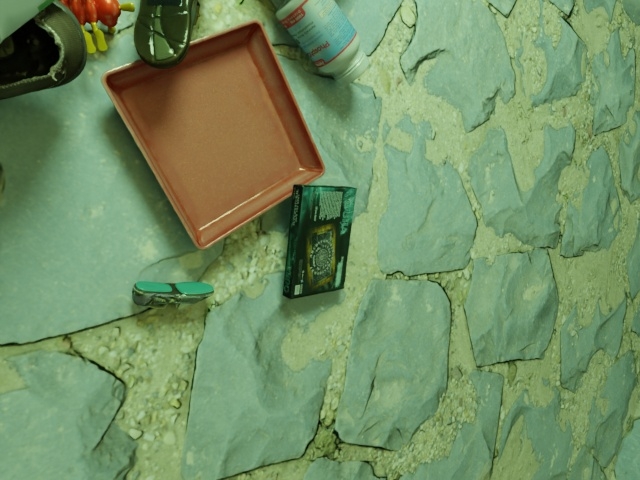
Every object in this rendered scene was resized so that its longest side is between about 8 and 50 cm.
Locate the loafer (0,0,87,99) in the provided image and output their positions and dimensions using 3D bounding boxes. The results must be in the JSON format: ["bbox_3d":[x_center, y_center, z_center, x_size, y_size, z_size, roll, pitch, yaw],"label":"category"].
[{"bbox_3d":[-0.404,-0.175,0.402,0.366,0.130,0.133,-20,120,-24],"label":"loafer"}]

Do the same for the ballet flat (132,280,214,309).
[{"bbox_3d":[-0.209,0.079,0.649,0.115,0.041,0.041,6,88,-36],"label":"ballet flat"}]

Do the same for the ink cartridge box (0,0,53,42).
[{"bbox_3d":[-0.342,-0.254,0.366,0.213,0.093,0.154,11,43,-13],"label":"ink cartridge box"}]

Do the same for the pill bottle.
[{"bbox_3d":[0.009,-0.338,0.757,0.160,0.087,0.087,44,67,-28],"label":"pill bottle"}]

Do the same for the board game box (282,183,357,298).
[{"bbox_3d":[0.000,0.000,0.772,0.126,0.026,0.186,-4,106,-43],"label":"board game box"}]

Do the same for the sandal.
[{"bbox_3d":[-0.192,-0.310,0.616,0.090,0.060,0.219,2,69,-2],"label":"sandal"}]

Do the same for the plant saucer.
[{"bbox_3d":[-0.142,-0.158,0.678,0.259,0.048,0.258,-37,112,-30],"label":"plant saucer"}]

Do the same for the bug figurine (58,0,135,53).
[{"bbox_3d":[-0.330,-0.350,0.489,0.217,0.072,0.278,-14,123,-25],"label":"bug figurine"}]
